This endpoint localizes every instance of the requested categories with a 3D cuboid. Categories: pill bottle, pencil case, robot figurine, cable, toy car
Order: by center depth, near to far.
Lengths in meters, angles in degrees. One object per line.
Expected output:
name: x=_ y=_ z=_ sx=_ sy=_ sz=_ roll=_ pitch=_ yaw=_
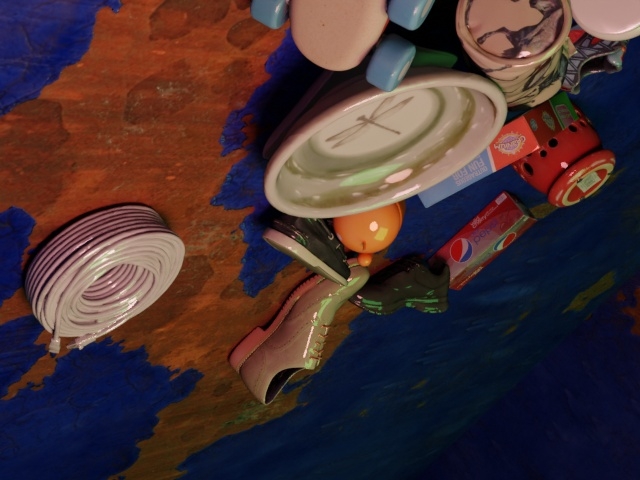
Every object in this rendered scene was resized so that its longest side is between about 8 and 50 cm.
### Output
toy car: x=0.065 y=-0.360 z=1.398 sx=0.238 sy=0.219 sz=0.210 roll=-54 pitch=169 yaw=-37
pencil case: x=0.312 y=-0.316 z=1.660 sx=0.183 sy=0.160 sz=0.410 roll=-40 pitch=171 yaw=7
cable: x=-0.343 y=0.052 z=1.689 sx=0.257 sy=0.089 sz=0.257 roll=-26 pitch=153 yaw=-21
pill bottle: x=0.485 y=-0.407 z=1.711 sx=0.161 sy=0.161 sz=0.283 roll=-47 pitch=176 yaw=24
robot figurine: x=0.090 y=-0.052 z=1.941 sx=0.158 sy=0.128 sz=0.219 roll=-48 pitch=-176 yaw=17

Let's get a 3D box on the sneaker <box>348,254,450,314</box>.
sneaker: x=0.177 y=0.097 z=2.425 sx=0.286 sy=0.109 sz=0.130 roll=-2 pitch=110 yaw=-33

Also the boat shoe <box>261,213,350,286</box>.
boat shoe: x=-0.004 y=-0.002 z=1.992 sx=0.113 sy=0.127 sz=0.340 roll=-62 pitch=152 yaw=-4

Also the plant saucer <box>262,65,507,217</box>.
plant saucer: x=0.090 y=-0.172 z=1.657 sx=0.400 sy=0.100 sz=0.400 roll=-16 pitch=158 yaw=-7

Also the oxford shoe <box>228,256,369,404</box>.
oxford shoe: x=-0.020 y=0.196 z=2.279 sx=0.397 sy=0.146 sz=0.140 roll=-46 pitch=153 yaw=21

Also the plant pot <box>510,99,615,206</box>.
plant pot: x=0.516 y=-0.177 z=2.261 sx=0.191 sy=0.174 sz=0.191 roll=-26 pitch=155 yaw=-13

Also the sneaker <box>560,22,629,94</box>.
sneaker: x=0.543 y=-0.372 z=1.996 sx=0.262 sy=0.125 sz=0.104 roll=-38 pitch=156 yaw=7

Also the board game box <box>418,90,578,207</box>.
board game box: x=0.327 y=-0.174 z=1.956 sx=0.242 sy=0.064 sz=0.316 roll=-28 pitch=-178 yaw=30

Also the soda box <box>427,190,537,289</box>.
soda box: x=0.382 y=0.003 z=2.517 sx=0.263 sy=0.083 sz=0.092 roll=-43 pitch=153 yaw=19

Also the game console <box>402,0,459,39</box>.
game console: x=0.186 y=-0.376 z=1.678 sx=0.122 sy=0.071 sz=0.107 roll=-25 pitch=124 yaw=-22

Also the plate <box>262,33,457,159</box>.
plate: x=0.060 y=-0.232 z=1.737 sx=0.278 sy=0.045 sz=0.277 roll=1 pitch=139 yaw=-53
